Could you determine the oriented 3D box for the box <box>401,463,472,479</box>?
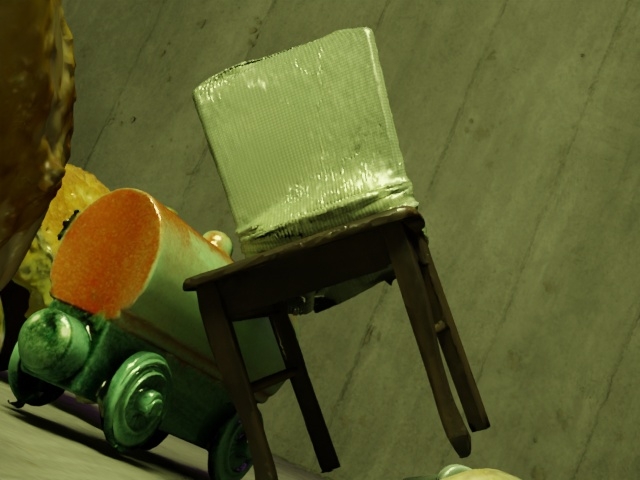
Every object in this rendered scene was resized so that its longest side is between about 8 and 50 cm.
[{"bbox_3d":[0.095,0.191,0.705,0.122,0.084,0.069,27,-19,-18],"label":"box"}]

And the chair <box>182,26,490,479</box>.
[{"bbox_3d":[0.000,0.000,0.798,0.160,0.319,0.186,-18,-6,13],"label":"chair"}]

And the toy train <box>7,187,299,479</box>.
[{"bbox_3d":[-0.108,0.074,0.855,0.116,0.177,0.285,17,-13,29],"label":"toy train"}]

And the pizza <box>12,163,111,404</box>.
[{"bbox_3d":[-0.220,0.046,1.026,0.280,0.075,0.288,36,29,-54],"label":"pizza"}]

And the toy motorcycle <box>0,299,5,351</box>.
[{"bbox_3d":[-0.177,-0.003,0.334,0.129,0.094,0.229,20,-11,26],"label":"toy motorcycle"}]

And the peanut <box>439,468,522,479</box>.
[{"bbox_3d":[0.109,0.172,0.589,0.206,0.087,0.087,30,-11,-39],"label":"peanut"}]

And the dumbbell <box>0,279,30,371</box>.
[{"bbox_3d":[-0.344,0.030,1.032,0.140,0.124,0.225,18,-10,27],"label":"dumbbell"}]

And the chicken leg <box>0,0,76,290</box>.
[{"bbox_3d":[-0.201,-0.144,0.464,0.182,0.295,0.409,-13,-31,-30],"label":"chicken leg"}]
